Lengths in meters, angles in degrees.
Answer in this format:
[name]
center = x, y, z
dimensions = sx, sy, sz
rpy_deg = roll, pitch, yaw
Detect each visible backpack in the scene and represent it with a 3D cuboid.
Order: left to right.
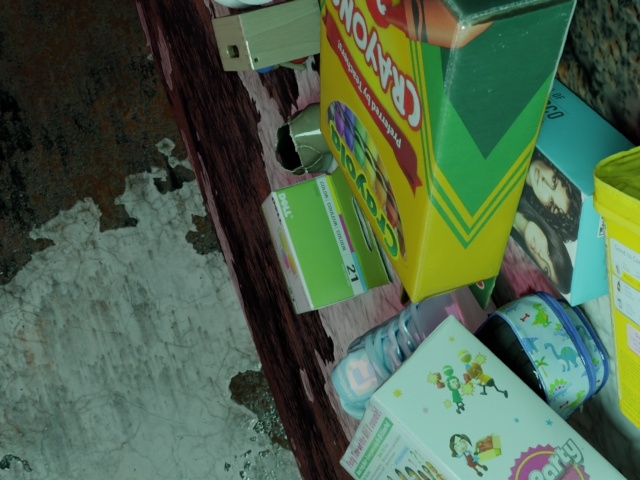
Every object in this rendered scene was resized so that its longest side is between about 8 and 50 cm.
[backpack]
center = 0.177, 0.094, 0.725
dimensions = 0.114, 0.084, 0.105
rpy_deg = 93, 153, -67

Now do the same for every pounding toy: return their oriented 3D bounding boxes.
[pounding toy]
center = -0.061, -0.260, 1.191
dimensions = 0.141, 0.130, 0.100
rpy_deg = 20, 127, 63

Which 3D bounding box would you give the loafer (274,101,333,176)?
[loafer]
center = -0.029, -0.142, 1.261
dimensions = 0.251, 0.087, 0.094
rpy_deg = 143, 109, -76

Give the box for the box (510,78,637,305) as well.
[box]
center = 0.150, -0.070, 0.677
dimensions = 0.244, 0.060, 0.101
rpy_deg = -121, 19, -47

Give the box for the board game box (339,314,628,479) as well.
[board game box]
center = 0.162, 0.228, 0.708
dimensions = 0.303, 0.097, 0.224
rpy_deg = 43, 157, 14

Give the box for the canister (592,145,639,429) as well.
[canister]
center = 0.218, 0.042, 0.519
dimensions = 0.126, 0.073, 0.170
rpy_deg = -133, 27, -62

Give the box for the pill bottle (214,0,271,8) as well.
[pill bottle]
center = -0.115, -0.381, 1.206
dimensions = 0.229, 0.131, 0.131
rpy_deg = -132, 27, -61

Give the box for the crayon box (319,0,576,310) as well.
[crayon box]
center = 0.070, -0.099, 0.657
dimensions = 0.319, 0.081, 0.202
rpy_deg = 90, 158, -52

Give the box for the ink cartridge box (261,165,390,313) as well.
[ink cartridge box]
center = 0.000, 0.000, 1.310
dimensions = 0.255, 0.097, 0.189
rpy_deg = 146, 106, -77

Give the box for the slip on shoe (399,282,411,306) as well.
[slip on shoe]
center = 0.112, 0.029, 1.007
dimensions = 0.135, 0.041, 0.051
rpy_deg = 92, 157, -56

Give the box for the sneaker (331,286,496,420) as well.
[sneaker]
center = 0.094, 0.142, 0.987
dimensions = 0.366, 0.150, 0.135
rpy_deg = 101, 148, -64
